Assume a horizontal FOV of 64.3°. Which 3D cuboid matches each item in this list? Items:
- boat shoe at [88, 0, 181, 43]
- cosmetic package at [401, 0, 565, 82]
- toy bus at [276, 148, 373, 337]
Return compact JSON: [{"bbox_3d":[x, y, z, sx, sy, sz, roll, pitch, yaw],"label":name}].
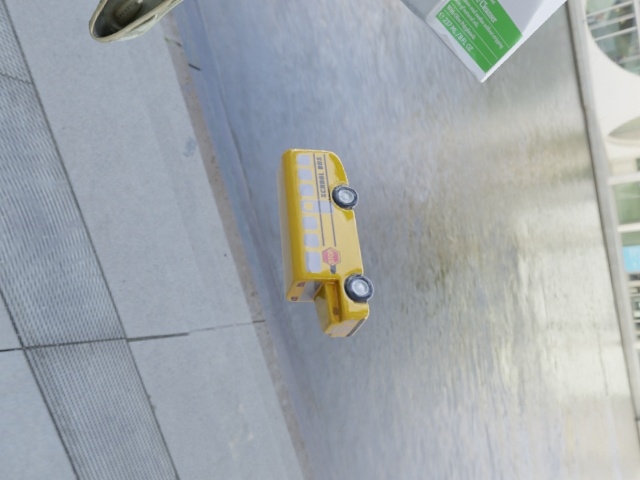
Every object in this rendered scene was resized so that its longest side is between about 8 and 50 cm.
[{"bbox_3d":[-0.131,-0.215,0.410,0.056,0.153,0.048,50,29,-24],"label":"boat shoe"},{"bbox_3d":[0.325,-0.480,0.838,0.197,0.365,0.155,26,30,-38],"label":"cosmetic package"},{"bbox_3d":[0.000,0.000,0.908,0.130,0.108,0.332,2,61,-16],"label":"toy bus"}]
